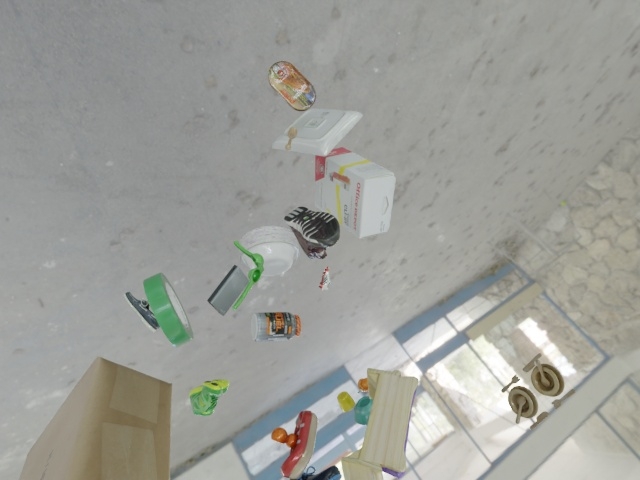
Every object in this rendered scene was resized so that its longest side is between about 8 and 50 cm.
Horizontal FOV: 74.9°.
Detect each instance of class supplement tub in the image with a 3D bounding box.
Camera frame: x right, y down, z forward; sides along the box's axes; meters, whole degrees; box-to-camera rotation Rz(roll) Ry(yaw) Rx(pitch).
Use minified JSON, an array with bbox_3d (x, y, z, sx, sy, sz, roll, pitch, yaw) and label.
[{"bbox_3d":[-0.183,0.354,1.721,0.190,0.117,0.117,2,139,-22],"label":"supplement tub"}]

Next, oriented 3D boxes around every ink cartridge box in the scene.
[{"bbox_3d":[0.136,-0.219,1.847,0.160,0.384,0.279,-15,123,-28],"label":"ink cartridge box"}]

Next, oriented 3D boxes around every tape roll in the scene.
[{"bbox_3d":[-0.646,0.294,1.782,0.077,0.321,0.321,-26,153,-13],"label":"tape roll"}]

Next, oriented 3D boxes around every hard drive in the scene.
[{"bbox_3d":[-0.279,0.153,1.270,0.135,0.022,0.094,-55,149,-23],"label":"hard drive"}]

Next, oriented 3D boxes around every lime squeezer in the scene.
[{"bbox_3d":[-0.249,0.100,1.442,0.109,0.310,0.059,0,135,-11],"label":"lime squeezer"}]

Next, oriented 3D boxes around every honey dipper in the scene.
[{"bbox_3d":[-0.096,-0.320,1.326,0.030,0.161,0.031,2,124,3],"label":"honey dipper"}]

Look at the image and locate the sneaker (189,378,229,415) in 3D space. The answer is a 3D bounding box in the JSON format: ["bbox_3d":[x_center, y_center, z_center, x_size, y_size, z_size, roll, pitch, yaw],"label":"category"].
[{"bbox_3d":[-0.443,0.635,1.683,0.109,0.124,0.295,4,150,-34],"label":"sneaker"}]

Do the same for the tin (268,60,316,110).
[{"bbox_3d":[-0.100,-0.535,1.456,0.106,0.189,0.040,-47,-170,-9],"label":"tin"}]

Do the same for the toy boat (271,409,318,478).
[{"bbox_3d":[-0.103,0.712,1.481,0.231,0.151,0.151,-75,-175,-55],"label":"toy boat"}]

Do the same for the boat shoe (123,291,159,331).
[{"bbox_3d":[-0.888,0.344,2.099,0.079,0.254,0.095,-42,165,-16],"label":"boat shoe"}]

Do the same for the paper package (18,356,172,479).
[{"bbox_3d":[-0.418,0.435,0.743,0.168,0.325,0.309,34,101,-29],"label":"paper package"}]

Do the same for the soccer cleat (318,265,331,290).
[{"bbox_3d":[0.021,0.127,1.392,0.029,0.035,0.083,131,-22,-63],"label":"soccer cleat"}]

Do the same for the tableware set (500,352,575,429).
[{"bbox_3d":[0.576,0.412,1.136,0.039,0.128,0.194,-2,131,-33],"label":"tableware set"}]

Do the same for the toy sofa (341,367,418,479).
[{"bbox_3d":[0.197,0.582,1.282,0.362,0.177,0.150,-60,148,-54],"label":"toy sofa"}]

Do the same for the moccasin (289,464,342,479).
[{"bbox_3d":[-0.080,0.904,1.511,0.342,0.117,0.138,-38,140,7],"label":"moccasin"}]

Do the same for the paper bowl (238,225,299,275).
[{"bbox_3d":[-0.239,0.065,1.965,0.284,0.148,0.284,-9,150,-5],"label":"paper bowl"}]

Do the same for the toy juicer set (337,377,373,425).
[{"bbox_3d":[0.223,0.666,1.699,0.209,0.090,0.329,-33,-165,-21],"label":"toy juicer set"}]

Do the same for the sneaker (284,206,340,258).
[{"bbox_3d":[0.000,0.000,1.260,0.106,0.281,0.163,-32,118,-13],"label":"sneaker"}]

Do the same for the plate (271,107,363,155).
[{"bbox_3d":[-0.018,-0.435,1.608,0.278,0.277,0.045,-51,138,-29],"label":"plate"}]
